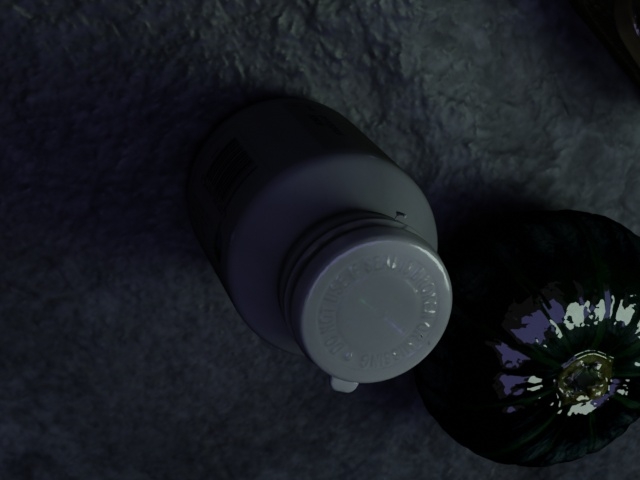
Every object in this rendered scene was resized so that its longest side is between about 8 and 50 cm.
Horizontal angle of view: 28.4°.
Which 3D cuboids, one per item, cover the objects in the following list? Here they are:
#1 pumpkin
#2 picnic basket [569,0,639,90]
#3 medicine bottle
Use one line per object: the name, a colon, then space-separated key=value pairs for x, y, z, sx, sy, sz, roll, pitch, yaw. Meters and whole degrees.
pumpkin: x=0.165 y=0.073 z=0.920 sx=0.202 sy=0.140 sz=0.202 roll=-7 pitch=117 yaw=-14
picnic basket: x=0.317 y=-0.188 z=0.858 sx=0.266 sy=0.139 sz=0.165 roll=-45 pitch=118 yaw=4
medicine bottle: x=0.000 y=0.000 z=0.789 sx=0.135 sy=0.215 sz=0.135 roll=-7 pitch=115 yaw=-16
